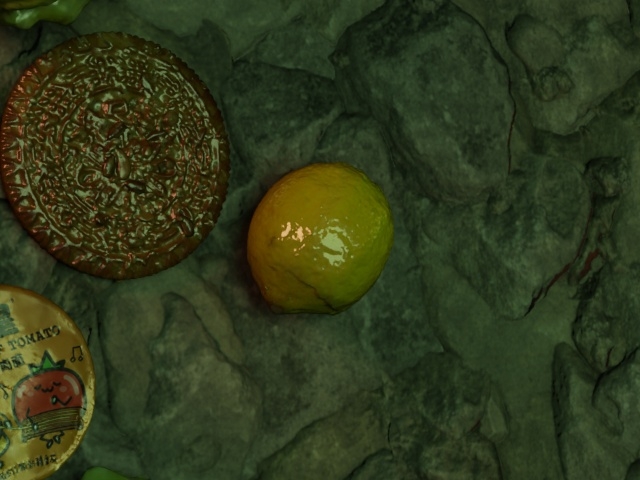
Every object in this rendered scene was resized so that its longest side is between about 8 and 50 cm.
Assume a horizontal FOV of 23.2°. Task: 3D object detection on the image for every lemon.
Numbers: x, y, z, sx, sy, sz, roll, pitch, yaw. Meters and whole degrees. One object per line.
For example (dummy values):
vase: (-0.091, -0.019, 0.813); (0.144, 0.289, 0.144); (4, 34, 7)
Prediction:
lemon: (0.002, -0.001, 1.914); (0.193, 0.180, 0.180); (-31, 99, -39)

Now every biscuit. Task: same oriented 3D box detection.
biscuit: (-0.238, -0.103, 1.862); (0.305, 0.038, 0.305); (5, 80, -30)

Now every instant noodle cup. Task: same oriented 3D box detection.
instant noodle cup: (-0.370, 0.161, 1.665); (0.216, 0.172, 0.215); (5, 80, -30)

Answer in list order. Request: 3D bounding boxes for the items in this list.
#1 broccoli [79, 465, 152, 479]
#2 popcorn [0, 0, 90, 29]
broccoli: (-0.209, 0.483, 1.724); (0.353, 0.275, 0.397); (59, 37, -30)
popcorn: (-0.314, -0.363, 1.717); (0.247, 0.282, 0.282); (0, 82, -60)
